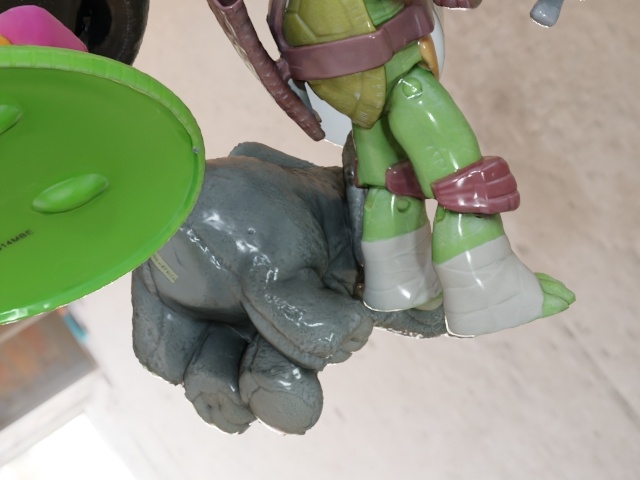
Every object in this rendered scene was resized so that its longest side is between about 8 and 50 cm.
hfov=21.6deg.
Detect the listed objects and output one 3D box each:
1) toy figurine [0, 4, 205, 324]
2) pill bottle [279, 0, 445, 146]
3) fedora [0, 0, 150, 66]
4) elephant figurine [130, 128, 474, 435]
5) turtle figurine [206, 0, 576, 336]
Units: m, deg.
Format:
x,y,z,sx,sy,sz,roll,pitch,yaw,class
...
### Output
x,y,z,sx,sy,sz,roll,pitch,yaw,class
-0.134,-0.063,0.491,0.130,0.173,0.159,41,-154,-57,toy figurine
0.043,-0.203,1.666,0.283,0.161,0.161,-81,-30,-66,pill bottle
-0.327,-0.201,1.546,0.152,0.334,0.334,46,153,28,fedora
0.000,0.000,1.015,0.169,0.239,0.186,30,132,21,elephant figurine
0.080,-0.103,0.885,0.198,0.275,0.266,-4,106,31,turtle figurine
